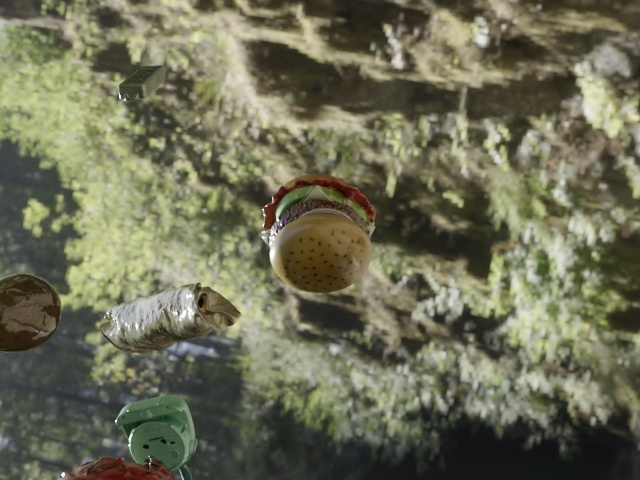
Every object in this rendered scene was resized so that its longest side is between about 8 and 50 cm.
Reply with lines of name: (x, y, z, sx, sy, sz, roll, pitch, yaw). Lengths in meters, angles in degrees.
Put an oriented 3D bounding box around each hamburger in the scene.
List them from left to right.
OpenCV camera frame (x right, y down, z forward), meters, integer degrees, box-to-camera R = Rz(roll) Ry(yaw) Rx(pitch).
hamburger: (-0.002, -0.002, 1.550, 0.137, 0.175, 0.175, -95, 3, -51)

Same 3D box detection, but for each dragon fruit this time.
dragon fruit: (-0.239, 0.334, 1.221, 0.209, 0.172, 0.172, -18, -59, -49)

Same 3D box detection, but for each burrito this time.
burrito: (-0.185, 0.096, 1.319, 0.275, 0.082, 0.059, -20, 43, 55)

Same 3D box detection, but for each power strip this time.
power strip: (-0.176, -0.158, 1.072, 0.083, 0.027, 0.017, -68, -23, -63)

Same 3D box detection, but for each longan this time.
longan: (-0.361, 0.089, 1.275, 0.092, 0.113, 0.113, 59, -158, -4)

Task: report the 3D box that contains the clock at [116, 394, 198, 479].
clock: (-0.225, 0.290, 1.542, 0.041, 0.101, 0.135, -69, -38, -72)
